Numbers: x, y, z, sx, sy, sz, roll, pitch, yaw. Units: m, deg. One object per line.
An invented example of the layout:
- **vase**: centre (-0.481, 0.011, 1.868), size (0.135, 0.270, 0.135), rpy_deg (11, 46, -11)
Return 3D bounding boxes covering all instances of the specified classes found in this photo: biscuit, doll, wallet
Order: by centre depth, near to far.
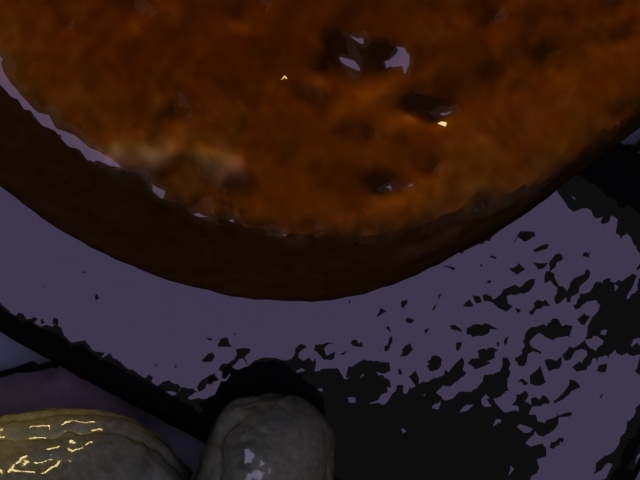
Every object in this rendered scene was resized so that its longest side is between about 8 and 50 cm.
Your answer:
- **biscuit**: centre (0.011, -0.167, 0.524), size (0.367, 0.063, 0.314), rpy_deg (-40, 95, -23)
- **doll**: centre (-0.093, 0.103, 0.525), size (0.214, 0.071, 0.103), rpy_deg (-18, 109, -3)
- **wallet**: centre (0.000, 0.000, 0.558), size (0.250, 0.044, 0.149), rpy_deg (27, 88, -5)
